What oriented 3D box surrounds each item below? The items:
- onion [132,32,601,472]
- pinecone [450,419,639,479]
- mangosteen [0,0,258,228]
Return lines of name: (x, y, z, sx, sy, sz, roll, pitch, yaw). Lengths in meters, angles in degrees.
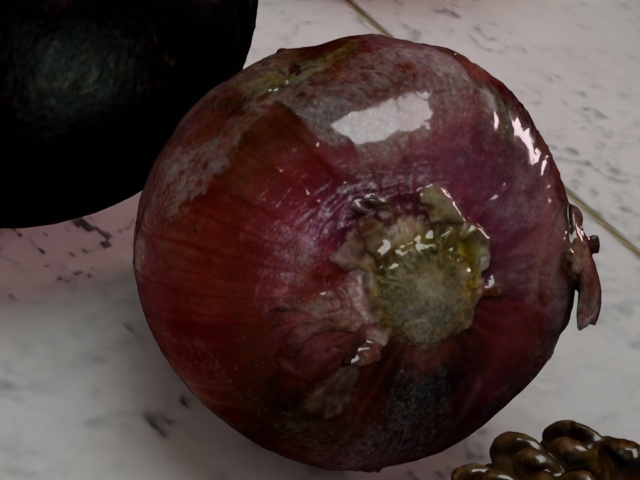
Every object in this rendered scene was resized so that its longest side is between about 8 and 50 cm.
onion: (0.000, 0.000, 0.670, 0.159, 0.159, 0.195, -4, 9, -24)
pinecone: (0.082, 0.100, 0.582, 0.102, 0.102, 0.109, 18, 24, 6)
mangosteen: (-0.117, -0.117, 0.701, 0.243, 0.243, 0.243, 9, 35, -7)
